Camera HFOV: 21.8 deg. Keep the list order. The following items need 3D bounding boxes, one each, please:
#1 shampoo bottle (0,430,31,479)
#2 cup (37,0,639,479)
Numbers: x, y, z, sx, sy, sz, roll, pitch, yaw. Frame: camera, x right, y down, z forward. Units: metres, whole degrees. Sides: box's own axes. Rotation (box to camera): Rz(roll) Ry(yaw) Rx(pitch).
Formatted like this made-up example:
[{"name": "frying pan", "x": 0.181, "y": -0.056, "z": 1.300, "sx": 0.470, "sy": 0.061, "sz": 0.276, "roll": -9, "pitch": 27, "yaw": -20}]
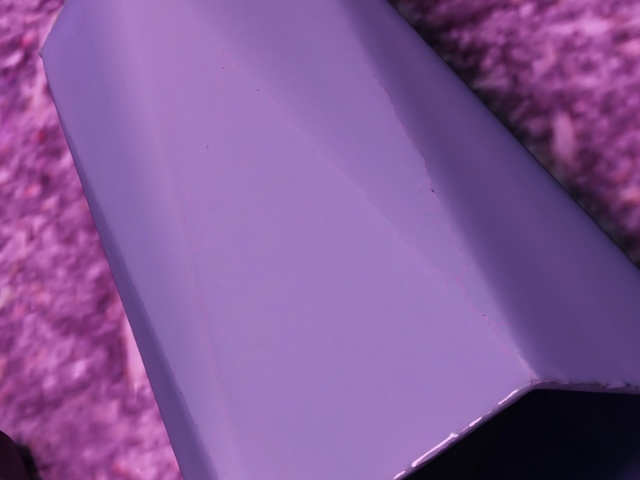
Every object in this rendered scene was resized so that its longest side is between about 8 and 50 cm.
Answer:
[{"name": "shampoo bottle", "x": -0.100, "y": 0.157, "z": 0.488, "sx": 0.079, "sy": 0.080, "sz": 0.246, "roll": -38, "pitch": 53, "yaw": 8}, {"name": "cup", "x": 0.000, "y": 0.000, "z": 0.482, "sx": 0.134, "sy": 0.148, "sz": 0.235, "roll": -16, "pitch": 52, "yaw": -18}]
